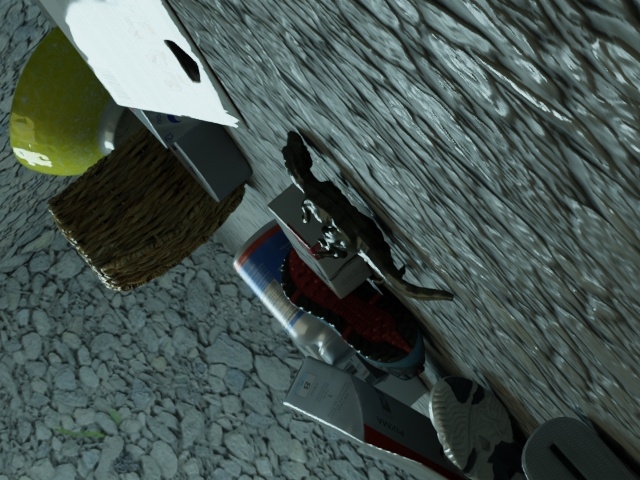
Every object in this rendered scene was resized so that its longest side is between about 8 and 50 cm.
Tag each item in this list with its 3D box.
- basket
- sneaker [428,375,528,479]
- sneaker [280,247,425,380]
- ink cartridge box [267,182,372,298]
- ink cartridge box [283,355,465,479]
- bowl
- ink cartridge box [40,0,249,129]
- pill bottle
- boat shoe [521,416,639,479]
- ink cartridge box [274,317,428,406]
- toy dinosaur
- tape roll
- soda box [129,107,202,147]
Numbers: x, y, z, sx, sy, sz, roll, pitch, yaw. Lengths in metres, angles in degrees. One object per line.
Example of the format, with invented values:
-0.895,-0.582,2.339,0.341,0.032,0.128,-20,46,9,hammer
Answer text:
-0.274,-0.042,2.432,0.213,0.299,0.223,46,171,24,basket
0.179,0.237,1.746,0.235,0.094,0.153,42,171,-30,sneaker
0.043,0.100,1.891,0.262,0.104,0.125,46,175,37,sneaker
0.000,0.000,1.805,0.099,0.056,0.135,45,172,36,ink cartridge box
0.161,0.291,1.959,0.308,0.091,0.385,32,170,-27,ink cartridge box
-0.386,-0.228,2.447,0.156,0.289,0.289,23,165,19,bowl
-0.227,-0.263,1.832,0.238,0.060,0.275,12,153,32,ink cartridge box
-0.019,0.078,2.117,0.221,0.124,0.124,48,174,12,pill bottle
0.287,0.269,1.218,0.094,0.109,0.302,35,-164,-44,boat shoe
0.033,0.167,2.324,0.273,0.114,0.197,52,173,-13,ink cartridge box
0.040,0.000,1.507,0.268,0.064,0.118,44,166,21,toy dinosaur
-0.203,-0.166,2.227,0.219,0.072,0.219,49,175,6,tape roll
-0.278,-0.260,2.102,0.286,0.091,0.098,45,171,41,soda box
